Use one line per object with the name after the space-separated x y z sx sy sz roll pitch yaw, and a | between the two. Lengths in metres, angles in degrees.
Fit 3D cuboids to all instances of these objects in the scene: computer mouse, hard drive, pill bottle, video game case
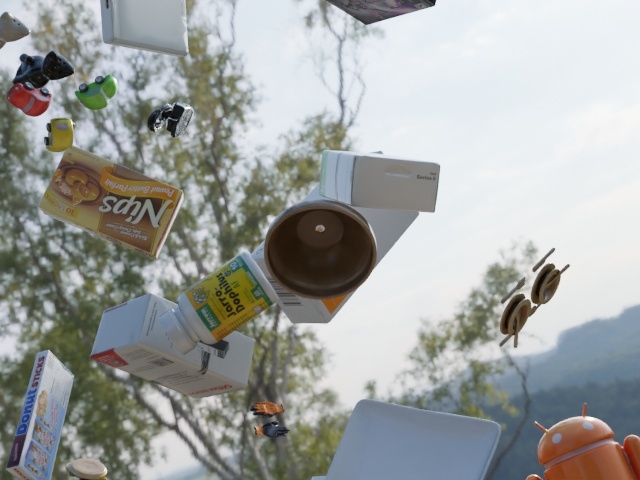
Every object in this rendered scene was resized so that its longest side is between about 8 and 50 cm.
-0.303 -0.242 1.777 0.071 0.041 0.242 -64 -3 9 | computer mouse
-0.461 -0.602 2.374 0.040 0.203 0.307 -2 3 29 | hard drive
-0.194 0.121 1.697 0.208 0.117 0.117 -33 -12 -5 | pill bottle
0.133 -0.623 2.291 0.196 0.026 0.274 23 -13 -34 | video game case

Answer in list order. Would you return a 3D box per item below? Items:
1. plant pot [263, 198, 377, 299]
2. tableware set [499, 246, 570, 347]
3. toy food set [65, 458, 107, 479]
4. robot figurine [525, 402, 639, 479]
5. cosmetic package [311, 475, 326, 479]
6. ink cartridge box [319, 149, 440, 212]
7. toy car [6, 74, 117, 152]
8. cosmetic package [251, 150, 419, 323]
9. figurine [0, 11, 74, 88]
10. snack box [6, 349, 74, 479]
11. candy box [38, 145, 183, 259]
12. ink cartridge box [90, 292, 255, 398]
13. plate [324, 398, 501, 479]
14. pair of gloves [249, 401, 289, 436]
0.000 0.000 1.911 0.237 0.109 0.237 0 -56 0 | plant pot
0.408 0.116 1.718 0.194 0.039 0.128 -38 -42 -33 | tableware set
-0.492 0.486 1.903 0.083 0.020 0.082 8 12 -34 | toy food set
0.412 0.367 1.382 0.128 0.219 0.158 -2 -29 -38 | robot figurine
0.056 0.757 2.330 0.224 0.224 0.138 33 -26 -16 | cosmetic package
0.127 -0.137 2.039 0.198 0.114 0.273 4 7 -15 | ink cartridge box
-0.558 -0.301 2.039 0.225 0.053 0.239 -28 -30 -5 | toy car
0.044 -0.012 2.388 0.161 0.230 0.453 -6 35 50 | cosmetic package
-0.695 -0.444 2.101 0.209 0.092 0.215 1 -33 49 | figurine
-0.360 0.231 1.168 0.022 0.178 0.064 -15 -47 14 | snack box
-0.530 -0.097 2.300 0.316 0.183 0.087 23 -12 -2 | candy box
-0.303 0.226 1.875 0.273 0.114 0.197 30 -33 -33 | ink cartridge box
0.125 0.394 1.399 0.278 0.277 0.045 2 -33 40 | plate
-0.102 0.361 1.820 0.074 0.083 0.010 5 -47 -24 | pair of gloves
